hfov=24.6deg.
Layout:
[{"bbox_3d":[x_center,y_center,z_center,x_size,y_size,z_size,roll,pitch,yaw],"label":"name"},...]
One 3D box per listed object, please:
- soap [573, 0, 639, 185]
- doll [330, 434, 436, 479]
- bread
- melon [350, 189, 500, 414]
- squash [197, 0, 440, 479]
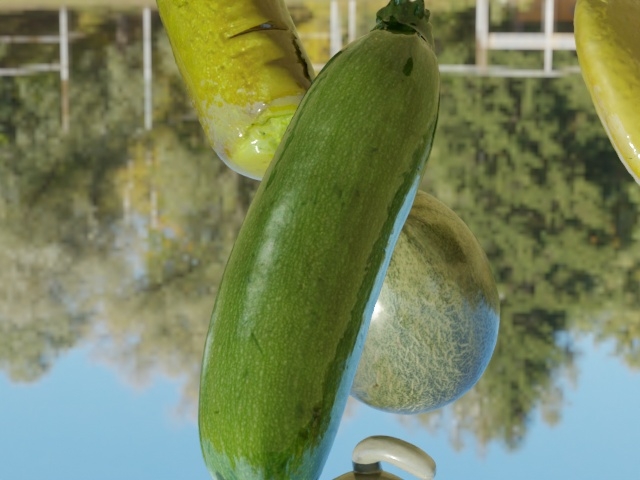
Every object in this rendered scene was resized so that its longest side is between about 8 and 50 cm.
[{"bbox_3d":[0.415,-0.172,1.703,0.115,0.306,0.427,-21,177,32],"label":"soap"},{"bbox_3d":[0.030,0.450,1.842,0.215,0.226,0.370,6,-126,35],"label":"doll"},{"bbox_3d":[-0.103,-0.232,1.437,0.112,0.383,0.166,-17,156,-10],"label":"bread"},{"bbox_3d":[0.102,0.077,1.848,0.248,0.329,0.248,-9,-134,9],"label":"melon"},{"bbox_3d":[0.000,0.000,0.985,0.107,0.395,0.107,16,155,8],"label":"squash"}]
